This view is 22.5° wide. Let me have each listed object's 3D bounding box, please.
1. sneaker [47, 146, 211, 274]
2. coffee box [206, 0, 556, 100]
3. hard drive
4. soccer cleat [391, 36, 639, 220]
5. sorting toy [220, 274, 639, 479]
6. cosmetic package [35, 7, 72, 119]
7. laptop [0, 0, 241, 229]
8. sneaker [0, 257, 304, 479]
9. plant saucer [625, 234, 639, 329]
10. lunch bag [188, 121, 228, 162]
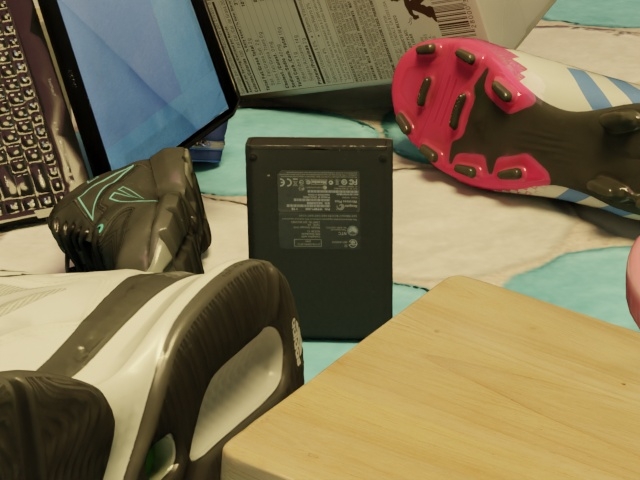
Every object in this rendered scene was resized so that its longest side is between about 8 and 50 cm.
[{"bbox_3d":[-0.131,0.010,1.108,0.106,0.101,0.267,-12,15,-1],"label":"sneaker"},{"bbox_3d":[0.047,-0.225,1.473,0.297,0.119,0.168,-3,30,34],"label":"coffee box"},{"bbox_3d":[0.000,0.000,1.046,0.094,0.135,0.022,1,20,4],"label":"hard drive"},{"bbox_3d":[0.203,-0.082,1.289,0.143,0.116,0.331,1,17,-45],"label":"soccer cleat"},{"bbox_3d":[0.121,0.130,0.758,0.257,0.089,0.255,19,25,23],"label":"sorting toy"},{"bbox_3d":[-0.396,-0.157,1.462,0.309,0.113,0.160,14,28,29],"label":"cosmetic package"},{"bbox_3d":[-0.230,-0.145,1.248,0.264,0.136,0.234,-11,66,-21],"label":"laptop"},{"bbox_3d":[-0.211,0.120,0.801,0.258,0.169,0.447,0,14,26],"label":"sneaker"},{"bbox_3d":[0.349,0.056,0.960,0.332,0.084,0.332,0,23,0],"label":"plant saucer"},{"bbox_3d":[-0.121,-0.098,1.369,0.067,0.065,0.098,2,17,-35],"label":"lunch bag"}]
